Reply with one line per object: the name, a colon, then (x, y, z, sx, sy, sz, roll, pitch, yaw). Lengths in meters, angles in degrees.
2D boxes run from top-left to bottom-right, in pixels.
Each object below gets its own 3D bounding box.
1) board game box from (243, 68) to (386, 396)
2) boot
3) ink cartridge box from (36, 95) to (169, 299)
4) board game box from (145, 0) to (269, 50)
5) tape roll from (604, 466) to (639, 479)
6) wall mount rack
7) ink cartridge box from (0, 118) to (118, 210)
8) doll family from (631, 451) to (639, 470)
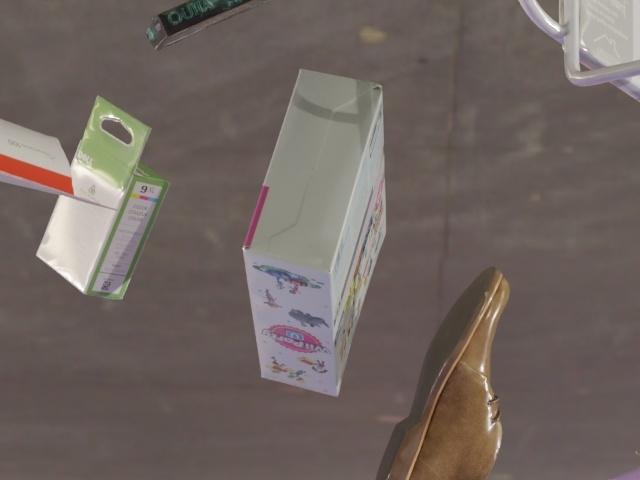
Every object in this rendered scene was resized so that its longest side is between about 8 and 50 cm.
board game box: (0.000, 0.000, 1.643, 0.097, 0.224, 0.303, 12, 152, 10)
boot: (0.173, 0.183, 1.852, 0.115, 0.305, 0.112, 22, -177, -4)
ink cartridge box: (-0.243, -0.049, 1.793, 0.062, 0.209, 0.109, 10, -162, -47)
board game box: (-0.078, -0.239, 1.519, 0.186, 0.026, 0.126, -25, -175, -11)
tape roll: (0.289, 0.285, 1.097, 0.090, 0.275, 0.275, -20, 163, -8)
wall mount rack: (0.310, -0.243, 1.340, 0.130, 0.304, 0.350, -12, 156, 41)
ink cartridge box: (-0.283, -0.085, 1.233, 0.189, 0.066, 0.232, 19, 172, -37)
doll family: (0.392, 0.235, 1.654, 0.118, 0.163, 0.263, 27, 130, 22)
